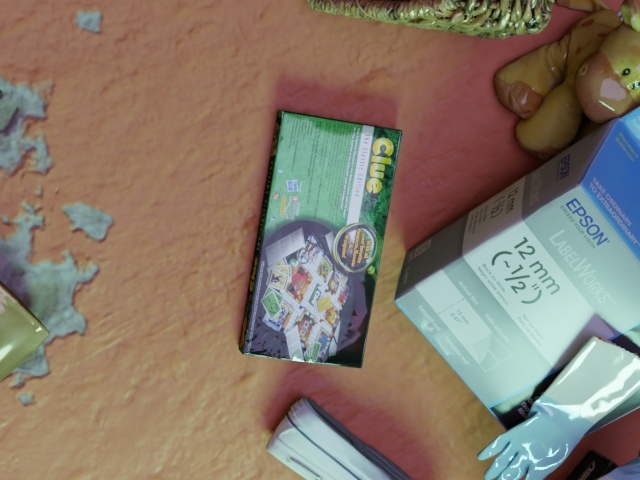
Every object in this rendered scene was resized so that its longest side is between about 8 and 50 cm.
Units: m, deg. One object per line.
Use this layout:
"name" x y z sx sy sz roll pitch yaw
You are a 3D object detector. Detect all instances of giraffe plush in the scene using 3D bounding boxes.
"giraffe plush" 0.308 -0.169 1.568 0.181 0.170 0.210 30 89 -16

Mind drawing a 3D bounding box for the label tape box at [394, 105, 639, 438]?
"label tape box" 0.288 0.041 1.539 0.347 0.115 0.249 -33 107 26

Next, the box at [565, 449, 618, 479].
"box" 0.304 0.409 1.698 0.216 0.060 0.270 43 85 -16

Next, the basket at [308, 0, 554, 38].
"basket" 0.123 -0.358 1.473 0.223 0.213 0.299 8 95 -16

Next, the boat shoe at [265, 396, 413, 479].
"boat shoe" 0.040 0.264 1.609 0.226 0.083 0.076 42 97 -4

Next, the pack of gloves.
"pack of gloves" 0.291 0.225 1.555 0.195 0.046 0.232 28 123 -17

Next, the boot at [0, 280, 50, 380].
"boot" -0.440 0.102 1.454 0.269 0.089 0.236 -44 116 -6

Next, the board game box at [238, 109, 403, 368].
"board game box" 0.000 0.000 1.583 0.136 0.030 0.260 9 95 -14
